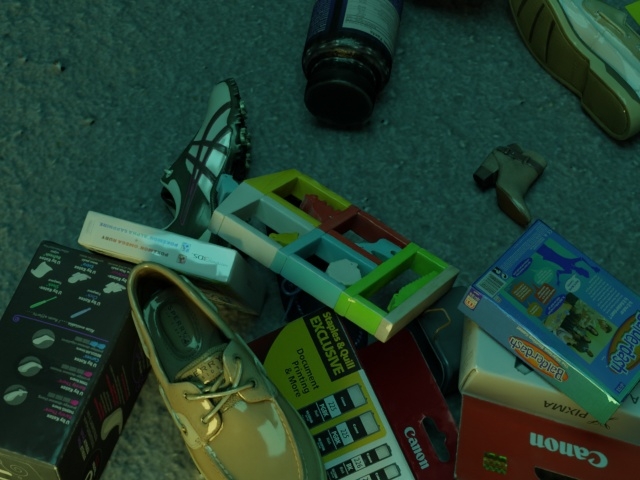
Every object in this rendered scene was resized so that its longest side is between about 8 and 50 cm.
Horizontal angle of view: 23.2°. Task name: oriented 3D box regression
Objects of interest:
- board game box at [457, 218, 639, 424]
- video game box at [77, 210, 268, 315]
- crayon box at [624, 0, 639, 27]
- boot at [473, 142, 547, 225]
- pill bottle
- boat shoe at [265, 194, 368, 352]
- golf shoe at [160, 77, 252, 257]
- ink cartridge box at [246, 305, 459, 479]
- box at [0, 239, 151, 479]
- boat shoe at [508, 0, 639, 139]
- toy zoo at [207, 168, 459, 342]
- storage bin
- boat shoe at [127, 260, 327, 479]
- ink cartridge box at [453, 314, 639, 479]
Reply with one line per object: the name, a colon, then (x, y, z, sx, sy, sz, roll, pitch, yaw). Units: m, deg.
board game box: (0.283, 0.088, 1.771, 0.210, 0.047, 0.160, 39, 48, 13)
video game box: (-0.170, 0.029, 1.861, 0.187, 0.205, 0.048, 17, 80, 12)
crayon box: (0.594, -0.287, 2.129, 0.318, 0.081, 0.202, -22, 57, -13)
boot: (0.259, -0.079, 2.021, 0.087, 0.042, 0.118, -31, 61, -21)
pill bottle: (0.041, -0.268, 2.108, 0.123, 0.123, 0.219, 7, 57, 7)
boat shoe: (-0.018, 0.036, 1.921, 0.109, 0.089, 0.258, -22, 58, -13)
golf shoe: (-0.149, -0.098, 2.010, 0.120, 0.105, 0.273, -2, 55, 4)
ink cartridge box: (0.023, 0.241, 1.725, 0.272, 0.130, 0.309, -26, 58, -1)
box: (-0.300, 0.163, 1.796, 0.143, 0.165, 0.270, 15, 57, 11)
boat shoe: (0.366, -0.268, 2.114, 0.103, 0.113, 0.302, -25, 66, -20)
toy zoo: (0.000, 0.000, 1.830, 0.293, 0.030, 0.192, 33, 30, 16)
storage bin: (0.153, 0.113, 1.867, 0.091, 0.098, 0.135, -14, 56, -21)
boat shoe: (-0.115, 0.163, 1.665, 0.121, 0.110, 0.341, -36, 57, -6)
ink cartridge box: (0.290, 0.192, 1.760, 0.275, 0.060, 0.239, 17, 47, -8)
